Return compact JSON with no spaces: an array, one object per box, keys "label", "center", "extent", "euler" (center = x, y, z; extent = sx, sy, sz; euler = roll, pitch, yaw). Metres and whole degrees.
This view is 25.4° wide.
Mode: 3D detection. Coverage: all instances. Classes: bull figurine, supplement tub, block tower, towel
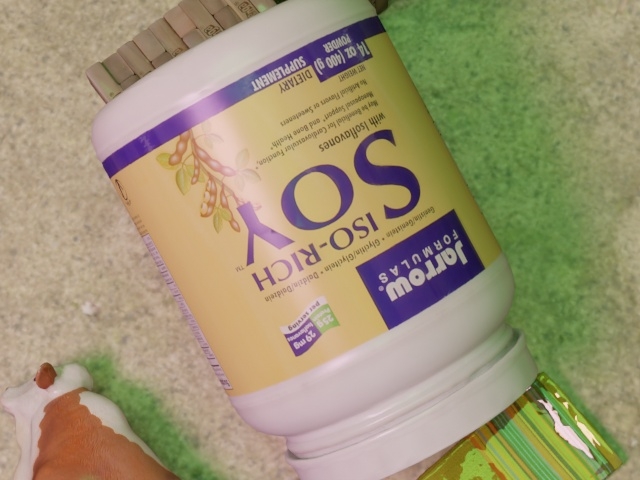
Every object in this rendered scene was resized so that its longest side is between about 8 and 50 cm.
[{"label":"bull figurine","center":[-0.166,0.237,1.130],"extent":[0.310,0.101,0.188],"euler":[35,81,14]},{"label":"supplement tub","center":[0.000,0.000,1.087],"extent":[0.241,0.241,0.331],"euler":[-29,93,-6]},{"label":"block tower","center":[-0.043,-0.199,1.264],"extent":[0.335,0.097,0.091],"euler":[-37,74,-10]},{"label":"towel","center":[0.127,0.219,1.158],"extent":[0.237,0.021,0.102],"euler":[-40,74,-8]}]
